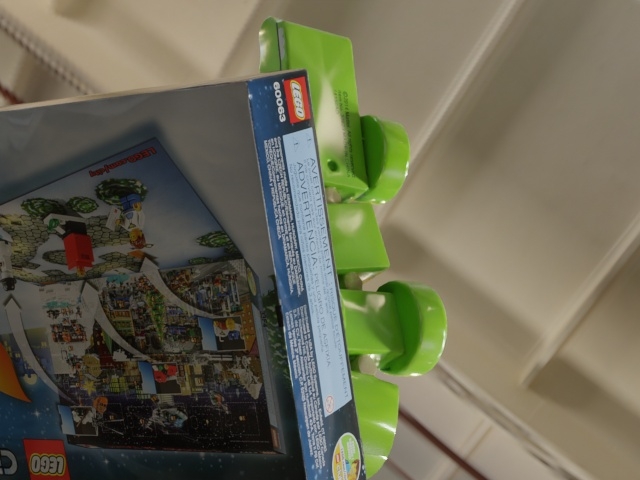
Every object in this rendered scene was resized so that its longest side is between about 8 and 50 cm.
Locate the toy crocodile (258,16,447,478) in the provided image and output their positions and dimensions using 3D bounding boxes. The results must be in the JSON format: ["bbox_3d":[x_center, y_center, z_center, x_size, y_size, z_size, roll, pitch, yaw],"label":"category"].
[{"bbox_3d":[0.000,0.000,0.972,0.105,0.115,0.340,-33,-120,48],"label":"toy crocodile"}]

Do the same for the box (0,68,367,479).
[{"bbox_3d":[-0.103,0.025,0.546,0.233,0.044,0.159,-3,-79,30],"label":"box"}]
